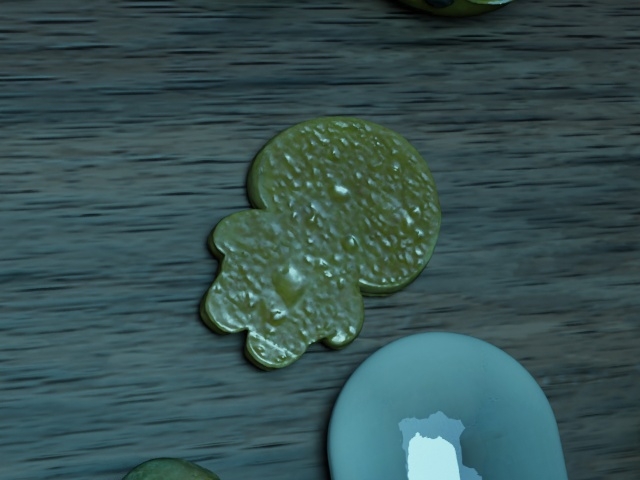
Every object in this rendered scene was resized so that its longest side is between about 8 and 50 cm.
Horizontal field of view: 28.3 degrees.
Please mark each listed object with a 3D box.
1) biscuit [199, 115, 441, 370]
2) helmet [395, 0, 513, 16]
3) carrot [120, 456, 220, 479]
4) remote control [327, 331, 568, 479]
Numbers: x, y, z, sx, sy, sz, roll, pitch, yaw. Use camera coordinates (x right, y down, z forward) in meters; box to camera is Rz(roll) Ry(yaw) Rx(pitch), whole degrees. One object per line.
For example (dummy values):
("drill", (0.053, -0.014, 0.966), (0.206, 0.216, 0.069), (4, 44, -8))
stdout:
("biscuit", (0.000, 0.000, 1.242), (0.202, 0.044, 0.289), (34, 66, -1))
("helmet", (0.129, -0.322, 1.355), (0.224, 0.130, 0.198), (27, 70, -8))
("carrot", (-0.047, 0.291, 1.040), (0.302, 0.139, 0.139), (25, 64, 11))
("remote control", (0.123, 0.244, 1.153), (0.221, 0.103, 0.332), (-5, 72, -11))
